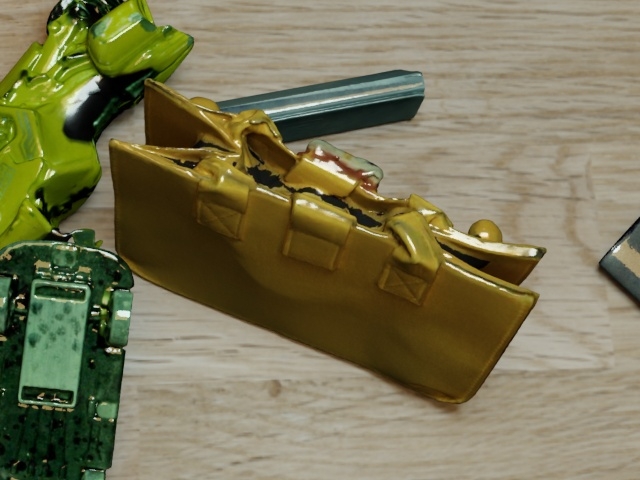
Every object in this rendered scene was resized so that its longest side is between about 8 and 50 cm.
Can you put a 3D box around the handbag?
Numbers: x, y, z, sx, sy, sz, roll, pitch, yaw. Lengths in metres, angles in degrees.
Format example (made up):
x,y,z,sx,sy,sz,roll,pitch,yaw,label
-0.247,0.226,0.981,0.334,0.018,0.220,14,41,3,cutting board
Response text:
x,y,z,sx,sy,sz,roll,pitch,yaw,label
0.000,0.000,1.236,0.401,0.283,0.133,23,70,2,handbag

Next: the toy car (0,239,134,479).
x,y,z,sx,sy,sz,roll,pitch,yaw,label
-0.261,0.148,1.251,0.136,0.125,0.306,7,96,-9,toy car

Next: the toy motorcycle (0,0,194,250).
x,y,z,sx,sy,sz,roll,pitch,yaw,label
-0.264,-0.102,1.311,0.206,0.142,0.342,37,76,3,toy motorcycle

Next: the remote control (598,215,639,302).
x,y,z,sx,sy,sz,roll,pitch,yaw,label
0.465,0.117,1.377,0.377,0.044,0.107,43,70,6,remote control

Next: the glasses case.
x,y,z,sx,sy,sz,roll,pitch,yaw,label
-0.027,-0.131,1.376,0.266,0.105,0.056,-12,102,-9,glasses case
